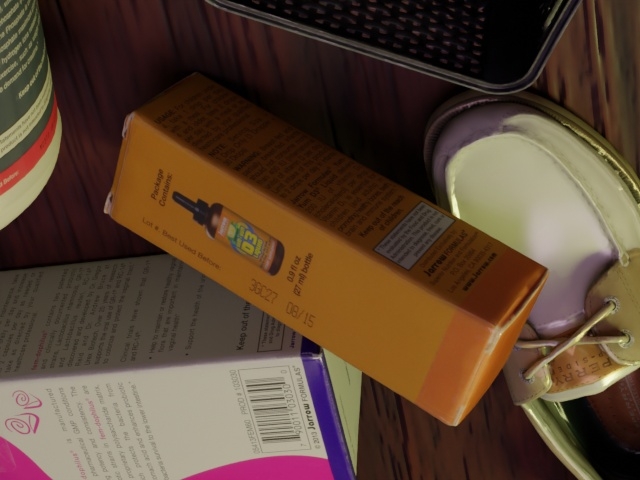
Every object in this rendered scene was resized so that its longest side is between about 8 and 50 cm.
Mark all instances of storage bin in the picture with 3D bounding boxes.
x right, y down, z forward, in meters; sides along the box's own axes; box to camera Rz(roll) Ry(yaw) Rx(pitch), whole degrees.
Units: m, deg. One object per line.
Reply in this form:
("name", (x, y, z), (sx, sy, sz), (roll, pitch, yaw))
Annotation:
("storage bin", (0.039, -0.159, 0.759), (0.180, 0.084, 0.122), (16, 141, -8))

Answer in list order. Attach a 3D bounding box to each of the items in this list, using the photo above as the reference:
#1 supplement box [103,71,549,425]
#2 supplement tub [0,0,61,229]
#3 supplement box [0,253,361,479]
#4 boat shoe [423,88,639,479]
("supplement box", (0.000, 0.000, 0.855), (0.233, 0.080, 0.078), (30, 129, 12))
("supplement tub", (-0.236, -0.136, 0.753), (0.191, 0.191, 0.272), (1, 128, 5))
("supplement box", (-0.093, 0.082, 0.961), (0.220, 0.114, 0.111), (-6, 128, 9))
("boat shoe", (0.154, 0.046, 0.911), (0.113, 0.103, 0.302), (-23, 122, 22))
